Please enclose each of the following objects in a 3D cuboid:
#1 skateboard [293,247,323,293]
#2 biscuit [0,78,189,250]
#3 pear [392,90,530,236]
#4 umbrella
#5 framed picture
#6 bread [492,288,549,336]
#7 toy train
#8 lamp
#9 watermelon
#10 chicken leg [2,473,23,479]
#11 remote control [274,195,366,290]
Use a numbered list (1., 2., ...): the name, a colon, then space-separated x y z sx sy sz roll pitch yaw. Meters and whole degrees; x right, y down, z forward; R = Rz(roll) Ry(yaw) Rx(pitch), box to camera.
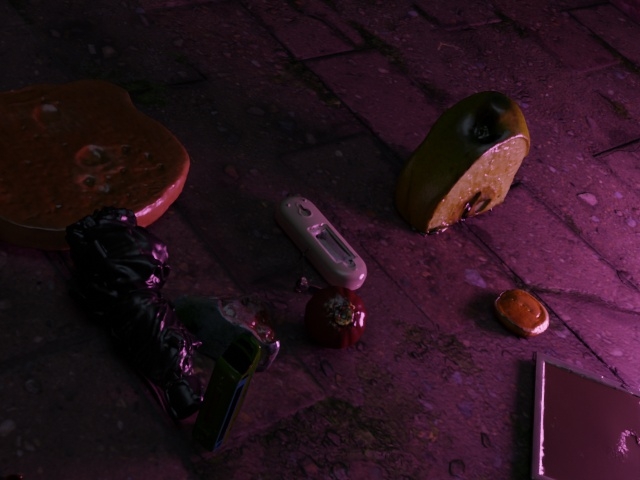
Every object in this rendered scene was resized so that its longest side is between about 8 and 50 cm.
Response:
1. skateboard: -0.013 0.055 1.570 0.063 0.032 0.083 18 42 -21
2. biscuit: -0.422 -0.129 1.553 0.385 0.062 0.365 -25 59 -40
3. pear: 0.262 -0.161 1.753 0.238 0.255 0.164 -22 59 -33
4. umbrella: -0.247 0.099 1.353 0.154 0.128 0.337 -37 74 -21
5. framed picture: 0.439 0.314 1.502 0.216 0.016 0.273 21 40 -1
6. bread: 0.357 0.128 1.657 0.110 0.024 0.110 12 43 -12
7. toy train: -0.127 0.202 1.221 0.044 0.209 0.042 38 44 18
8. lamp: 0.023 0.121 1.468 0.101 0.090 0.101 3 80 -17
9. watermelon: -0.137 0.112 1.425 0.187 0.071 0.139 28 37 6
10. chicken leg: -0.223 0.405 1.061 0.158 0.096 0.407 -36 63 -24
11. remote control: 0.000 0.000 1.620 0.078 0.042 0.221 -18 55 -36
